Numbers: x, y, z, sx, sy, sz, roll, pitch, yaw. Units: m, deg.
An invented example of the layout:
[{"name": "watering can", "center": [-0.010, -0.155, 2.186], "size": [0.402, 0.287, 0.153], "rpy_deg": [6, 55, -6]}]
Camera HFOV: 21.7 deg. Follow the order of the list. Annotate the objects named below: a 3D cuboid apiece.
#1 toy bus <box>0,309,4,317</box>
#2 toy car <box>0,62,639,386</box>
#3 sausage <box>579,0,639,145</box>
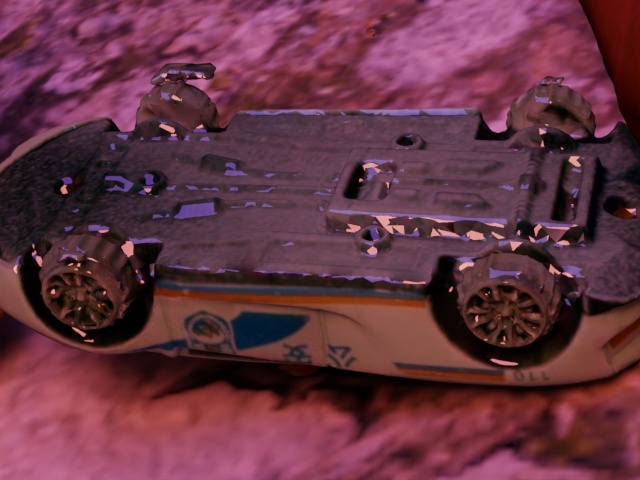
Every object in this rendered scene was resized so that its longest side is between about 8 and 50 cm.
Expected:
[{"name": "toy bus", "center": [-0.170, -0.032, 0.512], "size": [0.126, 0.136, 0.209], "rpy_deg": [-29, 32, -6]}, {"name": "toy car", "center": [0.000, 0.000, 0.434], "size": [0.186, 0.058, 0.093], "rpy_deg": [2, 39, 15]}, {"name": "sausage", "center": [0.114, -0.110, 0.478], "size": [0.094, 0.097, 0.348], "rpy_deg": [-56, 21, 29]}]
